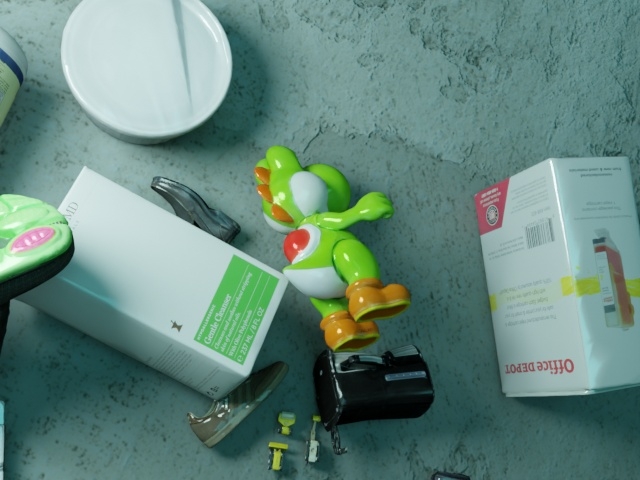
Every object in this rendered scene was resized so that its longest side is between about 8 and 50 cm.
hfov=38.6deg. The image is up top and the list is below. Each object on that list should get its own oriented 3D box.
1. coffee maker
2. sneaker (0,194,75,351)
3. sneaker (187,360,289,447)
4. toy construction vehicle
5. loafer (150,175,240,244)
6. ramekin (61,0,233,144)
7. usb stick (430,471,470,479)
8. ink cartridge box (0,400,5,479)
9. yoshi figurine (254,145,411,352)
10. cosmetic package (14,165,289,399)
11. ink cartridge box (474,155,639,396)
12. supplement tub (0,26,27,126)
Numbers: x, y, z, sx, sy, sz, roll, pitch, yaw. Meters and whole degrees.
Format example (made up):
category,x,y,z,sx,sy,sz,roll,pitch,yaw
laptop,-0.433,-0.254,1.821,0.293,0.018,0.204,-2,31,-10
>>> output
category,x,y,z,sx,sy,sz,roll,pitch,yaw
coffee maker,0.091,0.264,1.541,0.178,0.120,0.171,-1,82,-20
sneaker,-0.515,0.108,1.270,0.483,0.185,0.202,-34,135,15
sneaker,-0.134,0.251,1.497,0.071,0.066,0.188,47,68,1
toy construction vehicle,-0.043,0.338,1.530,0.086,0.035,0.098,7,75,-6
loafer,-0.217,-0.044,1.529,0.170,0.062,0.061,35,76,-8
ramekin,-0.289,-0.283,1.514,0.273,0.127,0.272,3,78,-17
usb stick,0.204,0.535,1.563,0.077,0.045,0.277,16,76,-15
ink cartridge box,-0.523,0.329,1.357,0.104,0.060,0.180,1,80,-17
yoshi figurine,0.024,-0.007,1.513,0.204,0.203,0.362,-28,66,-1
cosmetic package,-0.262,0.073,1.424,0.366,0.155,0.196,29,57,-13
ink cartridge box,0.423,0.071,1.600,0.161,0.279,0.384,-3,81,-19
supplement tub,-0.597,-0.177,1.336,0.236,0.235,0.324,23,74,-13
